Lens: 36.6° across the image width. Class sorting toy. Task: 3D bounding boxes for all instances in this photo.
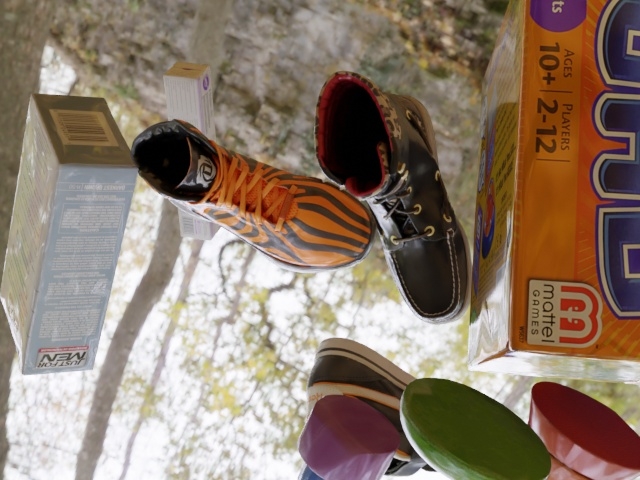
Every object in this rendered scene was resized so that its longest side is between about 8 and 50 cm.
[{"bbox_3d":[0.119,0.196,0.787,0.365,0.126,0.127,8,-154,-38],"label":"sorting toy"}]

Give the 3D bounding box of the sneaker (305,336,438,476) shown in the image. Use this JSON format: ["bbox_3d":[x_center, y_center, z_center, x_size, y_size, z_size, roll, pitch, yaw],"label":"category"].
[{"bbox_3d":[0.121,0.253,1.254,0.321,0.126,0.128,27,-125,-9],"label":"sneaker"}]

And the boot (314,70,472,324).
[{"bbox_3d":[0.110,-0.062,1.433,0.284,0.138,0.378,14,-114,-67],"label":"boot"}]

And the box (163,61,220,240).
[{"bbox_3d":[-0.221,-0.152,1.711,0.067,0.324,0.063,7,-146,15],"label":"box"}]

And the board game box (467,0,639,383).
[{"bbox_3d":[0.348,-0.042,0.965,0.356,0.356,0.357,4,-100,4],"label":"board game box"}]

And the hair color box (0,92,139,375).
[{"bbox_3d":[-0.374,-0.003,1.411,0.113,0.375,0.185,0,-142,-30],"label":"hair color box"}]

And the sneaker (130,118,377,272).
[{"bbox_3d":[-0.097,-0.051,1.175,0.321,0.125,0.180,18,177,19],"label":"sneaker"}]
